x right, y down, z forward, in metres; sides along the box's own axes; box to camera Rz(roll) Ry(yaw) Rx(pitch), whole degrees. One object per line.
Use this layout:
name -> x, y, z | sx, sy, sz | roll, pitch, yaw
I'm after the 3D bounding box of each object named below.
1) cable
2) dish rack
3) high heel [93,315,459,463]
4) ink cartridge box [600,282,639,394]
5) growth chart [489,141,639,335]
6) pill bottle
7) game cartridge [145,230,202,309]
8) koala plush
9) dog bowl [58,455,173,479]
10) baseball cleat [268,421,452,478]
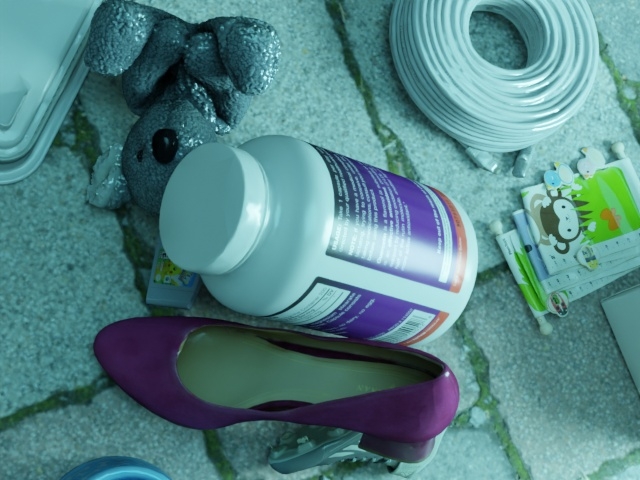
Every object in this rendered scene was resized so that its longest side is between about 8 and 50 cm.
cable -> 0.207, -0.236, 1.606 | 0.257, 0.089, 0.257 | 36, 68, -7
dish rack -> -0.369, -0.254, 1.423 | 0.285, 0.072, 0.333 | 27, 70, -12
high heel -> -0.048, 0.116, 1.338 | 0.377, 0.181, 0.127 | 11, 58, 3
ink cartridge box -> 0.515, 0.096, 1.570 | 0.270, 0.197, 0.198 | -19, 84, -23
growth chart -> 0.312, -0.012, 1.624 | 0.237, 0.021, 0.172 | -29, 86, -24
pill bottle -> 0.000, 0.000, 1.366 | 0.323, 0.181, 0.181 | 17, 69, -43
game cartridge -> -0.153, 0.031, 1.442 | 0.056, 0.017, 0.083 | 7, 73, 7
koala plush -> -0.148, -0.125, 1.425 | 0.196, 0.203, 0.221 | 7, 92, -2
dog bowl -> -0.177, 0.357, 1.331 | 0.166, 0.074, 0.297 | -16, 82, -22
baseball cleat -> 0.050, 0.223, 1.446 | 0.206, 0.072, 0.109 | -24, 107, -10
